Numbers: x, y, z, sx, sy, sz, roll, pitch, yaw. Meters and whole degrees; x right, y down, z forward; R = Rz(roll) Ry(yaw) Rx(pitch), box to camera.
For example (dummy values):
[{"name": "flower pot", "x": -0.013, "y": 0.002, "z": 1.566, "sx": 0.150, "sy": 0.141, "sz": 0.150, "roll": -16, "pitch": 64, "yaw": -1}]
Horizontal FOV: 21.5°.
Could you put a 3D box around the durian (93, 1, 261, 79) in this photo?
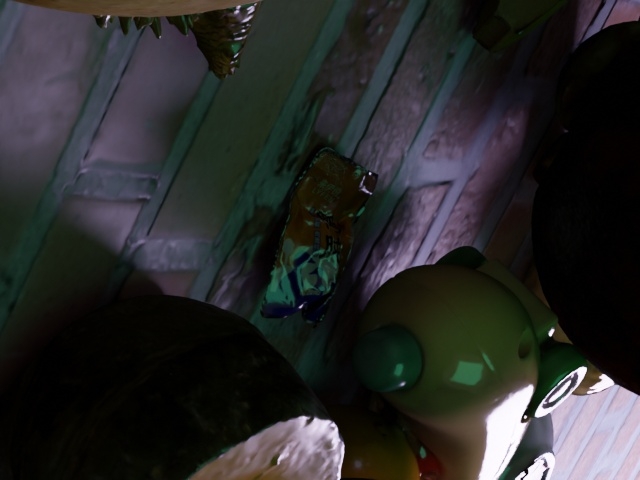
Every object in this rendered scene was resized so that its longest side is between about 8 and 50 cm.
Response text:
[{"name": "durian", "x": -0.049, "y": -0.133, "z": 0.752, "sx": 0.140, "sy": 0.078, "sz": 0.224, "roll": -47, "pitch": 151, "yaw": -18}]

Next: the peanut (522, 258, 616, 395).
[{"name": "peanut", "x": 0.224, "y": 0.048, "z": 1.392, "sx": 0.140, "sy": 0.109, "sz": 0.159, "roll": 37, "pitch": 74, "yaw": -74}]

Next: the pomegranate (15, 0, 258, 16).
[{"name": "pomegranate", "x": -0.049, "y": -0.189, "z": 0.516, "sx": 0.260, "sy": 0.260, "sz": 0.260, "roll": -40, "pitch": 149, "yaw": -30}]

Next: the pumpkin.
[{"name": "pumpkin", "x": -0.101, "y": 0.182, "z": 0.951, "sx": 0.222, "sy": 0.139, "sz": 0.317, "roll": -9, "pitch": 126, "yaw": -53}]

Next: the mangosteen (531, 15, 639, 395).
[{"name": "mangosteen", "x": 0.286, "y": -0.028, "z": 1.177, "sx": 0.311, "sy": 0.311, "sz": 0.311, "roll": -40, "pitch": 149, "yaw": -30}]

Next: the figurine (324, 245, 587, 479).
[{"name": "figurine", "x": 0.056, "y": 0.140, "z": 1.181, "sx": 0.222, "sy": 0.124, "sz": 0.324, "roll": -32, "pitch": 155, "yaw": -32}]

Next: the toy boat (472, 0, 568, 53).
[{"name": "toy boat", "x": 0.150, "y": -0.179, "z": 1.079, "sx": 0.149, "sy": 0.047, "sz": 0.049, "roll": -49, "pitch": -176, "yaw": -14}]

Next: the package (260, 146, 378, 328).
[{"name": "package", "x": -0.001, "y": 0.000, "z": 1.038, "sx": 0.077, "sy": 0.033, "sz": 0.111, "roll": 18, "pitch": 90, "yaw": -39}]

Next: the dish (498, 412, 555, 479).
[{"name": "dish", "x": 0.147, "y": 0.211, "z": 1.470, "sx": 0.229, "sy": 0.081, "sz": 0.229, "roll": -41, "pitch": 150, "yaw": -30}]

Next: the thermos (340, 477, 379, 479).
[{"name": "thermos", "x": 0.012, "y": 0.297, "z": 1.026, "sx": 0.265, "sy": 0.146, "sz": 0.176, "roll": -79, "pitch": 173, "yaw": -52}]
